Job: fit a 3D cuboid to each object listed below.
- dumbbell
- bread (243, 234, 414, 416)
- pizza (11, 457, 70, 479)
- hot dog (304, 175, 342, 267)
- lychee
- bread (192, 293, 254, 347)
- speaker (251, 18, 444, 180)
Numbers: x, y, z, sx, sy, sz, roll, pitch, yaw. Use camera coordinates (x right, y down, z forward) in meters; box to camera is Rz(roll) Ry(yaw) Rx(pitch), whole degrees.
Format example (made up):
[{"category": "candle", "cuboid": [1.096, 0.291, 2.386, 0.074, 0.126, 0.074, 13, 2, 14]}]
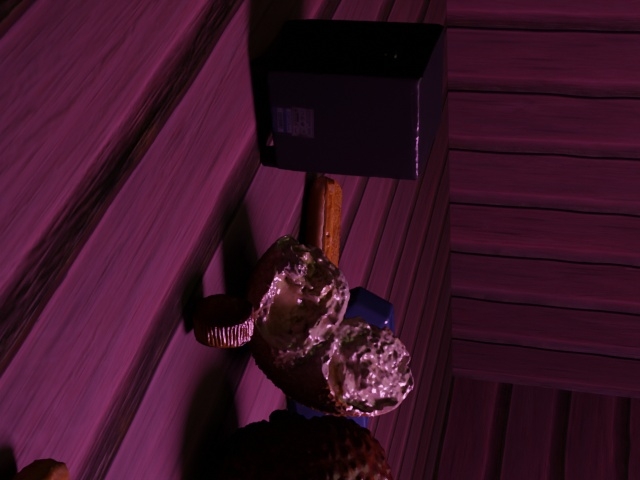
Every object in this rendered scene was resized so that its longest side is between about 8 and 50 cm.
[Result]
[{"category": "dumbbell", "cuboid": [0.046, 0.233, 1.896, 0.144, 0.160, 0.324, -57, -174, 37]}, {"category": "bread", "cuboid": [-0.024, 0.144, 1.495, 0.314, 0.192, 0.171, 54, 53, -20]}, {"category": "pizza", "cuboid": [-0.274, 0.297, 0.834, 0.127, 0.058, 0.246, 65, 31, -61]}, {"category": "hot dog", "cuboid": [0.000, 0.000, 1.796, 0.092, 0.062, 0.235, 34, 59, -74]}, {"category": "lychee", "cuboid": [-0.027, 0.363, 1.411, 0.260, 0.261, 0.260, 5, 90, -76]}, {"category": "bread", "cuboid": [-0.126, 0.100, 1.298, 0.085, 0.085, 0.053, -58, 156, -60]}, {"category": "speaker", "cuboid": [0.050, -0.227, 1.527, 0.232, 0.254, 0.184, -63, 154, -55]}]
